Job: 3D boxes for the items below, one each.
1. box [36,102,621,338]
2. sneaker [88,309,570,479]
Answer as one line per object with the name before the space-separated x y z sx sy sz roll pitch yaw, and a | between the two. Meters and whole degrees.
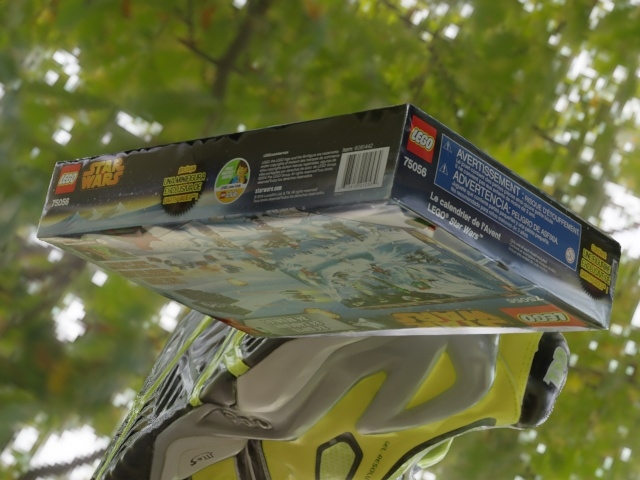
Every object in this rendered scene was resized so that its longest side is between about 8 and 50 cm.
box | 0.000 0.000 0.424 0.137 0.027 0.094 -5 -25 43
sneaker | -0.018 0.104 0.841 0.147 0.145 0.384 33 -31 -13
